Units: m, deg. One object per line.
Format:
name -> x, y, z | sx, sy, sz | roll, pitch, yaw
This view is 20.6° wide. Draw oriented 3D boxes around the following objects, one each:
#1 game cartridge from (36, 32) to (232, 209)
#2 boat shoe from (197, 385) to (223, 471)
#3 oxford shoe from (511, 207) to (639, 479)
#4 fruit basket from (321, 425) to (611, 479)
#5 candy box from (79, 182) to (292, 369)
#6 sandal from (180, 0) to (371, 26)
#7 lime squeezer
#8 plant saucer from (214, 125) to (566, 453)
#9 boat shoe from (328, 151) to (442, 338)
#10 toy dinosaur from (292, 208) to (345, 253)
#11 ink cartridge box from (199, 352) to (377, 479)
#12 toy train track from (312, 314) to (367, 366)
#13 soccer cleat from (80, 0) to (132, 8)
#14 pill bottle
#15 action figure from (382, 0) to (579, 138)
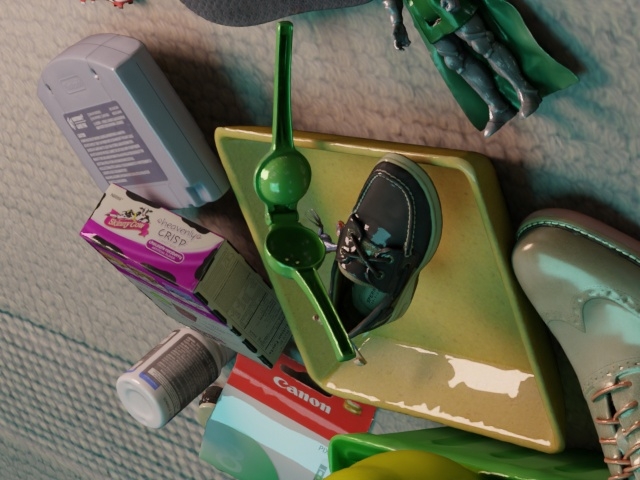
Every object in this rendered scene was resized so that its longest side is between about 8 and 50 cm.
game cartridge -> -0.206, -0.122, 1.846 | 0.196, 0.060, 0.294 | 54, 161, -15
boat shoe -> -0.122, 0.236, 2.186 | 0.049, 0.042, 0.133 | 2, 132, 15
oxford shoe -> 0.292, 0.145, 1.510 | 0.397, 0.146, 0.140 | 47, 148, 2
fruit basket -> 0.127, 0.310, 1.661 | 0.392, 0.392, 0.283 | 6, 109, 46
candy box -> -0.134, 0.041, 1.881 | 0.159, 0.071, 0.233 | 25, 167, 28
sandal -> -0.041, -0.246, 1.591 | 0.254, 0.054, 0.097 | 5, 136, 34
lime squeezer -> -0.027, -0.034, 1.578 | 0.110, 0.059, 0.310 | 105, 156, -77
plant saucer -> 0.084, 0.025, 1.691 | 0.333, 0.081, 0.332 | 11, 132, 44
boat shoe -> 0.051, 0.015, 1.576 | 0.080, 0.073, 0.223 | 36, 146, 18
toy dinosaur -> 0.000, 0.000, 1.672 | 0.082, 0.047, 0.090 | 11, 166, 32
ink cartridge box -> -0.041, 0.224, 2.040 | 0.181, 0.056, 0.224 | 28, 145, 9
toy train track -> 0.017, 0.093, 1.753 | 0.083, 0.014, 0.048 | 54, 147, -10
soccer cleat -> -0.225, -0.260, 1.802 | 0.083, 0.029, 0.035 | 16, 126, 35
pill bottle -> -0.165, 0.151, 2.056 | 0.078, 0.137, 0.078 | 31, 143, 27
action figure -> 0.098, -0.195, 1.463 | 0.232, 0.063, 0.137 | 52, 142, -7
